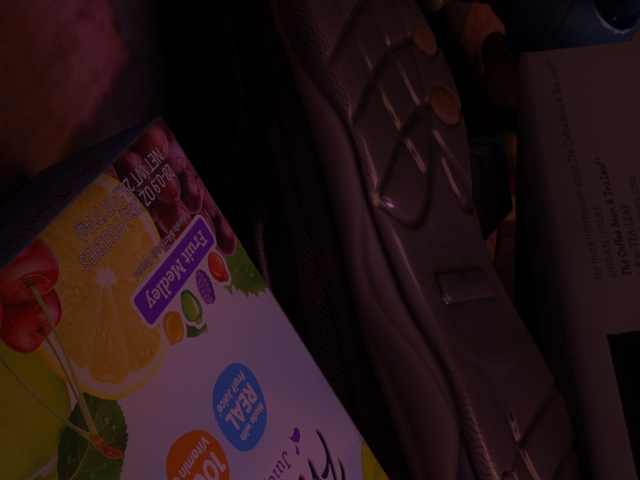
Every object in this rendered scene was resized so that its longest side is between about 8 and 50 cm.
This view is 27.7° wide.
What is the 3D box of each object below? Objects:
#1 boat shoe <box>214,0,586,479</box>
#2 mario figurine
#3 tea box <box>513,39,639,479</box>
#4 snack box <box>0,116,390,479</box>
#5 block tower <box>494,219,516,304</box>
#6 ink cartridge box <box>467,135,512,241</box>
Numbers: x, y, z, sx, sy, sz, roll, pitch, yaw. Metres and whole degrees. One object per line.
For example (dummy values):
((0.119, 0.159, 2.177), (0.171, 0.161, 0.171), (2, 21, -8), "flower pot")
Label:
((0.000, 0.000, 0.588), (0.132, 0.130, 0.355), (8, 61, -59), "boat shoe")
((0.170, -0.124, 0.925), (0.320, 0.170, 0.198), (92, -26, -59), "mario figurine")
((0.235, 0.108, 0.740), (0.323, 0.220, 0.329), (82, 4, -53), "tea box")
((-0.058, 0.090, 0.433), (0.207, 0.070, 0.174), (60, 34, -19), "snack box")
((0.180, 0.145, 1.037), (0.091, 0.097, 0.335), (56, 39, -50), "block tower")
((0.054, -0.022, 0.758), (0.122, 0.088, 0.052), (-41, 125, -62), "ink cartridge box")
